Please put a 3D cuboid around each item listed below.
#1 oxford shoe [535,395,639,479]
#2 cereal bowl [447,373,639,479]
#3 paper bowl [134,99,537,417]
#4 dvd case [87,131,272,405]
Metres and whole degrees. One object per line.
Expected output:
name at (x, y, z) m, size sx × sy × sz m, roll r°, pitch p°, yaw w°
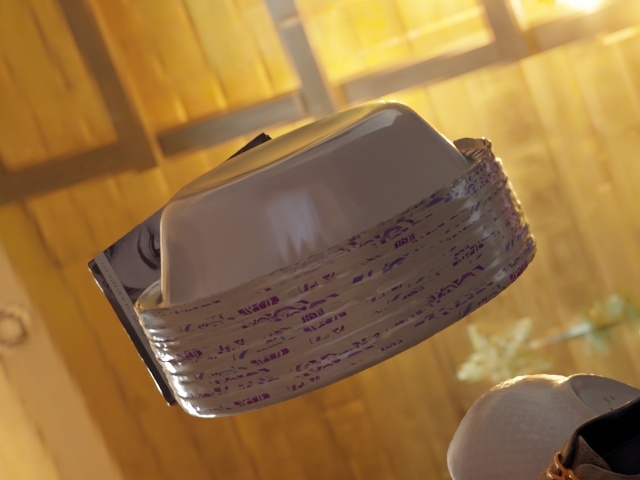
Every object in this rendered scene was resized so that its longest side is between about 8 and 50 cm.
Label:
oxford shoe at (0.204, 0.229, 1.635) m, size 0.130 × 0.364 × 0.132 m, roll 46°, pitch 168°, yaw 46°
cereal bowl at (0.317, 0.246, 2.144) m, size 0.339 × 0.339 × 0.141 m, roll -80°, pitch 11°, yaw -73°
paper bowl at (0.000, 0.000, 1.382) m, size 0.284 × 0.284 × 0.148 m, roll -68°, pitch -45°, yaw -77°
dvd case at (-0.096, 0.028, 1.813) m, size 0.164 × 0.221 × 0.018 m, roll 58°, pitch -163°, yaw 15°
